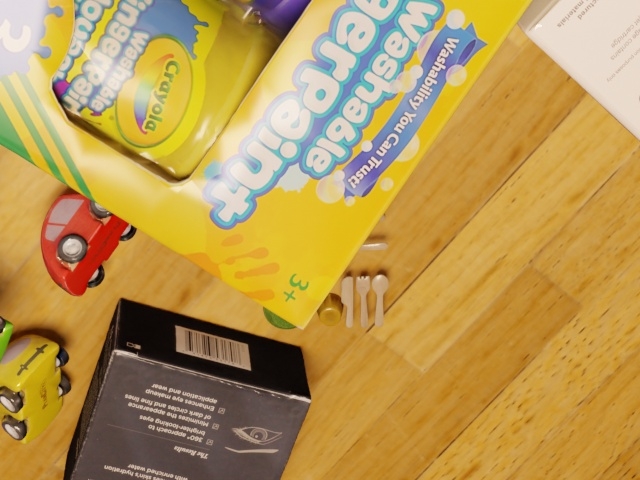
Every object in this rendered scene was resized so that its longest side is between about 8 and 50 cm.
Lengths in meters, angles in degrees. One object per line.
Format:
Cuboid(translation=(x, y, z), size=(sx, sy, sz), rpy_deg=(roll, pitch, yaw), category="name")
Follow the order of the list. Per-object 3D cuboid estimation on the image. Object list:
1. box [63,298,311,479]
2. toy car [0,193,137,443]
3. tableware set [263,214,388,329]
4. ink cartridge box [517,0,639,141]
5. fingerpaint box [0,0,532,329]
Cuboid(translation=(-0.108, 0.149, 1.177), size=(0.156, 0.093, 0.158), rpy_deg=(16, 111, -13), category="box")
Cuboid(translation=(-0.231, 0.061, 1.078), size=(0.053, 0.225, 0.239), rpy_deg=(31, 112, 16), category="toy car")
Cuboid(translation=(0.000, 0.000, 1.160), size=(0.104, 0.024, 0.154), rpy_deg=(-2, 116, -1), category="tableware set")
Cuboid(translation=(0.238, -0.125, 1.042), size=(0.237, 0.172, 0.100), rpy_deg=(39, 105, -20), category="ink cartridge box")
Cuboid(translation=(-0.046, -0.232, 0.936), size=(0.371, 0.163, 0.445), rpy_deg=(33, 97, -18), category="fingerpaint box")
